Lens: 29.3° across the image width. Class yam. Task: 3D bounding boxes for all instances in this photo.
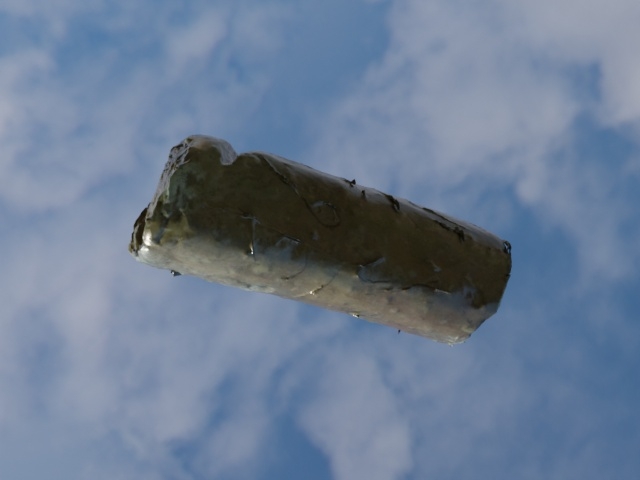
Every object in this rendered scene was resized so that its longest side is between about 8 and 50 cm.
[{"bbox_3d":[0.000,0.000,0.447,0.132,0.054,0.054,17,-133,-16],"label":"yam"}]
